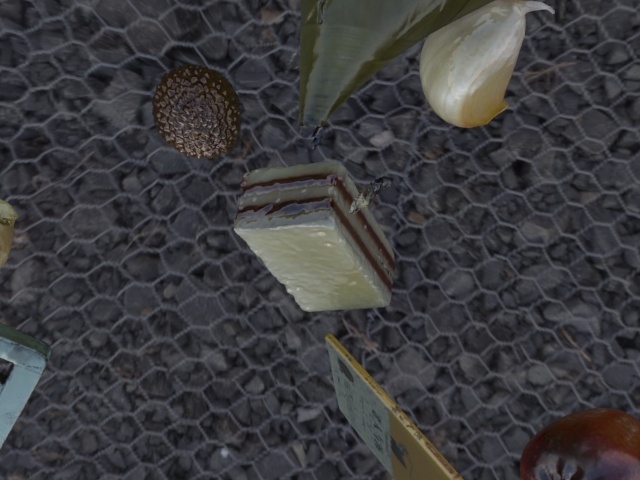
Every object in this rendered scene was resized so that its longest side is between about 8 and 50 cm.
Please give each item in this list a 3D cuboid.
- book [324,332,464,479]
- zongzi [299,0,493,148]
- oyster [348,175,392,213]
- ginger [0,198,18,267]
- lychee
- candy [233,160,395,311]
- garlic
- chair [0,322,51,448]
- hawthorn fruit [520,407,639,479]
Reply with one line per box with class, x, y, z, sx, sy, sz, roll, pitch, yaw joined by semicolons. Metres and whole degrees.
book;0.136;0.366;1.589;0.032;0.389;0.269;-31;141;-18
zongzi;0.089;-0.189;0.705;0.228;0.115;0.256;6;75;-17
oyster;0.070;-0.063;1.159;0.019;0.083;0.054;45;132;7
ginger;-0.467;-0.013;1.104;0.115;0.193;0.123;12;92;-49
lychee;-0.258;-0.270;1.788;0.200;0.200;0.238;-33;60;0
candy;0.000;0.000;1.511;0.179;0.321;0.135;-6;58;23
garlic;0.238;-0.274;1.330;0.164;0.245;0.146;3;61;-9
chair;-0.319;0.087;0.498;0.270;0.147;0.136;30;109;-14
hawthorn fruit;0.342;0.278;1.057;0.188;0.169;0.169;-16;104;-42
